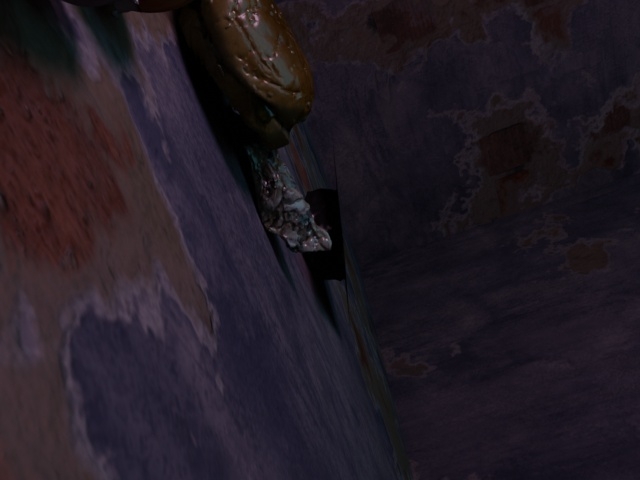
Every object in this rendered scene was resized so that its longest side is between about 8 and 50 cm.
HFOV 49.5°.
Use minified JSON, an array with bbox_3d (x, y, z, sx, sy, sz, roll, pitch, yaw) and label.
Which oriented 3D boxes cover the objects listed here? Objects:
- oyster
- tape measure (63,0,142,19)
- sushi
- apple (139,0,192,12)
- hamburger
[{"bbox_3d":[-0.086,-0.100,1.152,0.252,0.087,0.199,60,0,26],"label":"oyster"},{"bbox_3d":[-0.180,-0.261,0.440,0.236,0.120,0.197,57,13,-86],"label":"tape measure"},{"bbox_3d":[0.000,0.000,1.581,0.373,0.100,0.296,83,2,-60],"label":"sushi"},{"bbox_3d":[-0.153,-0.281,0.634,0.146,0.146,0.146,-19,90,-85],"label":"apple"},{"bbox_3d":[-0.101,-0.289,1.043,0.285,0.134,0.265,53,8,-22],"label":"hamburger"}]
